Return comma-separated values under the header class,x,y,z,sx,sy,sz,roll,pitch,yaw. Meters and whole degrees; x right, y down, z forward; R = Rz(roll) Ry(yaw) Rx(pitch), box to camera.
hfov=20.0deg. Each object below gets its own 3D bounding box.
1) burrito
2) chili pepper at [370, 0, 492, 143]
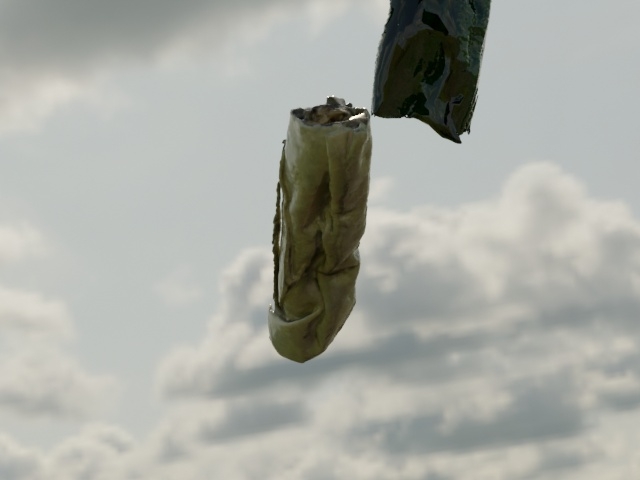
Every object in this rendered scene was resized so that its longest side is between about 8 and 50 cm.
class,x,y,z,sx,sy,sz,roll,pitch,yaw
burrito,0.000,0.000,0.869,0.045,0.041,0.185,-21,-35,-18
chili pepper,0.090,-0.184,1.461,0.098,0.224,0.061,1,-19,1
